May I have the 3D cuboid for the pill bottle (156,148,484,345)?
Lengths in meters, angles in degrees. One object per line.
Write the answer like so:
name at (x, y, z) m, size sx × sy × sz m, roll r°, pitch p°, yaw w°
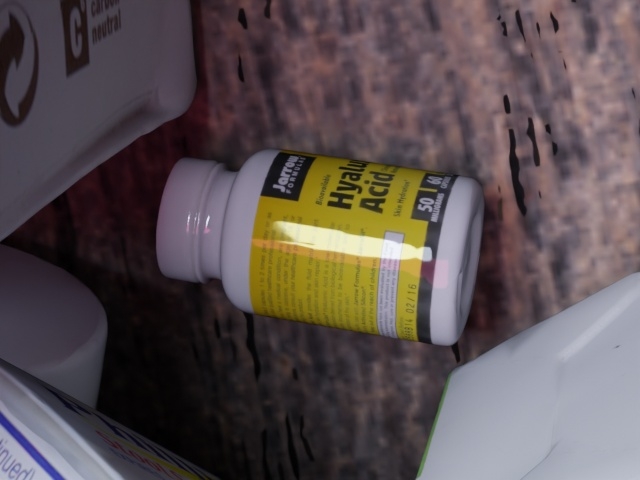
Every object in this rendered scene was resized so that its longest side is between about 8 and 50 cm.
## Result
pill bottle at (0.000, 0.000, 0.665) m, size 0.116 × 0.065 × 0.065 m, roll 8°, pitch 109°, yaw 11°

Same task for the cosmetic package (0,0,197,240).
cosmetic package at (-0.282, -0.157, 0.546) m, size 0.393 × 0.329 × 0.328 m, roll 0°, pitch 108°, yaw 15°

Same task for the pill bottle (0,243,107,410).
pill bottle at (-0.173, 0.149, 0.707) m, size 0.160 × 0.160 × 0.283 m, roll 15°, pitch 110°, yaw 9°

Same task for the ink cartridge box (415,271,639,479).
ink cartridge box at (0.172, 0.199, 0.609) m, size 0.119 × 0.207 × 0.353 m, roll -30°, pitch 99°, yaw 18°

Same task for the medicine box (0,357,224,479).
medicine box at (-0.090, 0.221, 0.597) m, size 0.289 × 0.263 × 0.149 m, roll -54°, pitch 44°, yaw -1°
